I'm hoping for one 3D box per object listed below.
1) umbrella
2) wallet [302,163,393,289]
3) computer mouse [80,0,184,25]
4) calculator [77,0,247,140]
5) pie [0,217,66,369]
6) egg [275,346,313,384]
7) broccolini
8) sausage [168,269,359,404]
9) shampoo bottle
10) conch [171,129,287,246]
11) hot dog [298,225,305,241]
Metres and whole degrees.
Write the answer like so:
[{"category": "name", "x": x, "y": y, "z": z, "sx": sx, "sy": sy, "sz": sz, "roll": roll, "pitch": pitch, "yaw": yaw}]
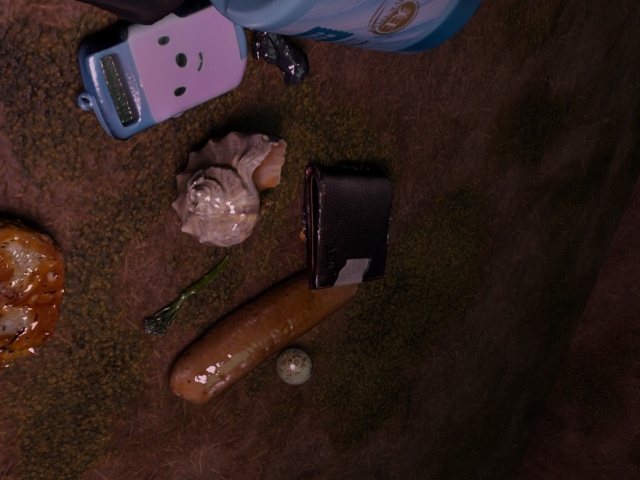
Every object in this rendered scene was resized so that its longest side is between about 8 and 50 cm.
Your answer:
[{"category": "umbrella", "x": -0.099, "y": -0.352, "z": 1.196, "sx": 0.071, "sy": 0.080, "sz": 0.224, "roll": -24, "pitch": 139, "yaw": 17}, {"category": "wallet", "x": 0.061, "y": -0.032, "z": 1.519, "sx": 0.221, "sy": 0.072, "sz": 0.262, "roll": -6, "pitch": 100, "yaw": -45}, {"category": "computer mouse", "x": -0.296, "y": -0.394, "z": 0.919, "sx": 0.323, "sy": 0.116, "sz": 0.182, "roll": 2, "pitch": 115, "yaw": -51}, {"category": "calculator", "x": -0.242, "y": -0.271, "z": 1.103, "sx": 0.293, "sy": 0.051, "sz": 0.172, "roll": -31, "pitch": 135, "yaw": -23}, {"category": "pie", "x": -0.508, "y": 0.084, "z": 1.053, "sx": 0.308, "sy": 0.086, "sz": 0.308, "roll": -31, "pitch": 139, "yaw": -32}, {"category": "egg", "x": -0.059, "y": 0.296, "z": 1.661, "sx": 0.085, "sy": 0.085, "sz": 0.110, "roll": -48, "pitch": 140, "yaw": -10}, {"category": "broccolini", "x": -0.257, "y": 0.101, "z": 1.373, "sx": 0.218, "sy": 0.042, "sz": 0.044, "roll": -48, "pitch": 139, "yaw": -20}, {"category": "sausage", "x": -0.102, "y": 0.176, "z": 1.506, "sx": 0.501, "sy": 0.123, "sz": 0.136, "roll": -33, "pitch": 140, "yaw": -27}, {"category": "shampoo bottle", "x": 0.034, "y": -0.459, "z": 1.045, "sx": 0.343, "sy": 0.331, "sz": 0.331, "roll": -6, "pitch": 119, "yaw": -43}, {"category": "conch", "x": -0.164, "y": -0.099, "z": 1.236, "sx": 0.291, "sy": 0.159, "sz": 0.209, "roll": -53, "pitch": 159, "yaw": -81}, {"category": "hot dog", "x": 0.000, "y": 0.000, "z": 1.554, "sx": 0.133, "sy": 0.041, "sz": 0.056, "roll": 25, "pitch": 97, "yaw": -51}]
